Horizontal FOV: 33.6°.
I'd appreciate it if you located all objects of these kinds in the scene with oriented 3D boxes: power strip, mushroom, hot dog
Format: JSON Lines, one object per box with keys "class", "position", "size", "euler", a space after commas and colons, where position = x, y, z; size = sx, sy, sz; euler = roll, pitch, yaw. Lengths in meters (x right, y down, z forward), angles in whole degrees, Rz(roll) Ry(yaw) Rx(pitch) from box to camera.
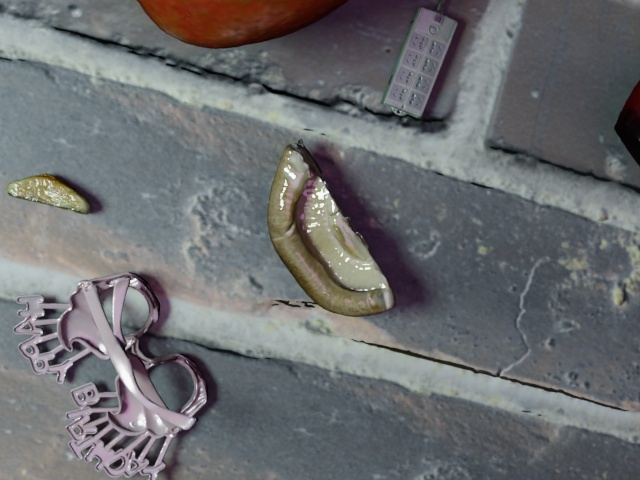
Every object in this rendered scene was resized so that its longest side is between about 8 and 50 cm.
{"class": "power strip", "position": [0.111, -0.202, 1.171], "size": [0.051, 0.019, 0.136], "euler": [22, 94, -8]}
{"class": "mushroom", "position": [-0.001, -0.001, 1.155], "size": [0.094, 0.072, 0.209], "euler": [-35, 97, -4]}
{"class": "hot dog", "position": [-0.287, -0.053, 1.130], "size": [0.090, 0.030, 0.034], "euler": [13, 87, -9]}

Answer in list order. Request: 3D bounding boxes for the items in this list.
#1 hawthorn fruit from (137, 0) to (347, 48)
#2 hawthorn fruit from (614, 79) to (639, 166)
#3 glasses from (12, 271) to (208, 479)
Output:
{"class": "hawthorn fruit", "position": [-0.069, -0.316, 0.988], "size": [0.295, 0.311, 0.295], "euler": [-22, 124, -37]}
{"class": "hawthorn fruit", "position": [0.440, -0.150, 1.157], "size": [0.189, 0.189, 0.251], "euler": [40, 71, -11]}
{"class": "glasses", "position": [-0.225, 0.152, 1.136], "size": [0.162, 0.095, 0.255], "euler": [-28, 98, 5]}
